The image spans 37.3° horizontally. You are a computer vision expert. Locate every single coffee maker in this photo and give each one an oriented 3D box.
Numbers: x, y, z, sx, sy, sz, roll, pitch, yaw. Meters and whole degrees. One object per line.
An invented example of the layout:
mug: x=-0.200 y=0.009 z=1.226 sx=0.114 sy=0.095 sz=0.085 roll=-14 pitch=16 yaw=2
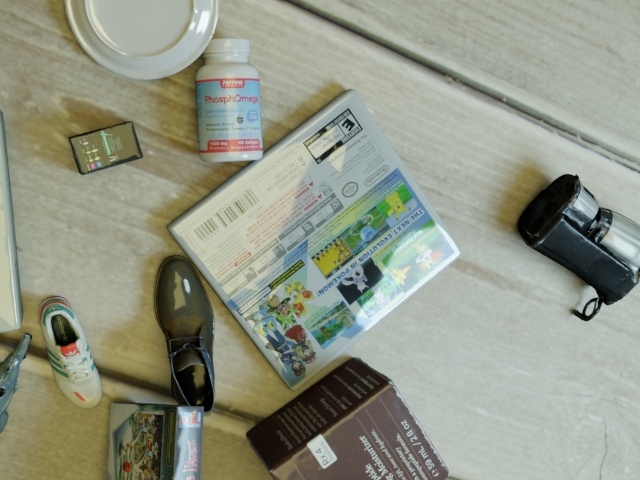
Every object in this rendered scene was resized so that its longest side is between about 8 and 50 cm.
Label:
coffee maker: x=0.390 y=0.013 z=1.428 sx=0.178 sy=0.120 sz=0.171 roll=31 pitch=87 yaw=-16

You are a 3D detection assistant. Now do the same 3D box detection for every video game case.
video game case: x=0.000 y=0.000 z=1.355 sx=0.329 sy=0.036 sz=0.300 roll=-38 pitch=104 yaw=-11

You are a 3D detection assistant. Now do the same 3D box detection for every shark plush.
shark plush: x=-0.413 y=0.199 z=1.234 sx=0.073 sy=0.067 sz=0.161 roll=42 pitch=83 yaw=-16

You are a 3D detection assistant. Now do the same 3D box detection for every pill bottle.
pill bottle: x=-0.123 y=-0.187 z=1.272 sx=0.087 sy=0.087 sz=0.160 roll=-5 pitch=97 yaw=-16

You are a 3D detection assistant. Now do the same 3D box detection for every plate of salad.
plate of salad: x=-0.230 y=-0.310 z=1.229 sx=0.199 sy=0.048 sz=0.200 roll=0 pitch=106 yaw=0

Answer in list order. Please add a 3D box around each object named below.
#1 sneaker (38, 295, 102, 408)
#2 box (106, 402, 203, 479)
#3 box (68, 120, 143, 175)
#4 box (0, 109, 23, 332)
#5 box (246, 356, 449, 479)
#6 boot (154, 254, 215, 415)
sneaker: x=-0.331 y=0.154 z=1.250 sx=0.057 sy=0.075 sz=0.161 roll=-19 pitch=100 yaw=-14
box: x=-0.220 y=0.330 z=1.231 sx=0.044 sy=0.159 sz=0.233 roll=10 pitch=78 yaw=-43
box: x=-0.282 y=-0.122 z=1.244 sx=0.083 sy=0.062 sz=0.052 roll=-19 pitch=102 yaw=-14
box: x=-0.433 y=-0.025 z=1.185 sx=0.094 sy=0.113 sz=0.275 roll=-6 pitch=96 yaw=-15
box: x=0.035 y=0.299 z=1.325 sx=0.203 sy=0.167 sz=0.168 roll=-35 pitch=104 yaw=-10
boot: x=-0.173 y=0.131 z=1.278 sx=0.082 sy=0.106 sz=0.219 roll=-11 pitch=99 yaw=-16
